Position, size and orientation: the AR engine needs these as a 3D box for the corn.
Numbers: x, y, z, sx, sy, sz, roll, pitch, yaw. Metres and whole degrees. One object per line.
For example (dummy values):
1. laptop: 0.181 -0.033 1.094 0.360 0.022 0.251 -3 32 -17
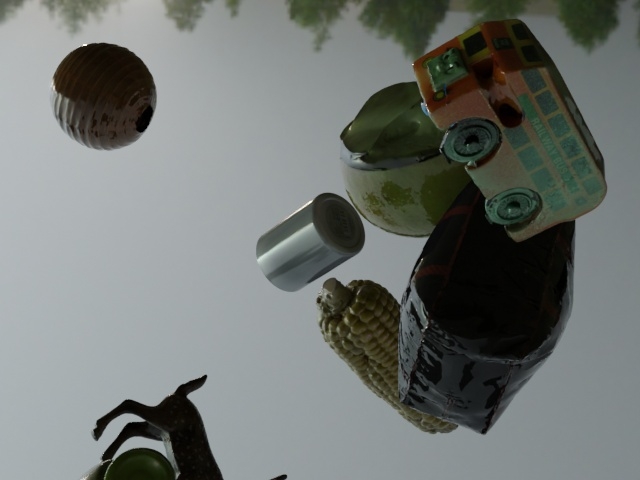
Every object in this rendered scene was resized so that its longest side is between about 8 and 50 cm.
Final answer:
1. corn: 0.114 0.180 1.375 0.130 0.347 0.130 -32 -151 20

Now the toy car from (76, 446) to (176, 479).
1. toy car: -0.154 0.323 0.821 0.235 0.235 0.145 -1 162 -13

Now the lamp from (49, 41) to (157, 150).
1. lamp: -0.270 -0.179 1.111 0.136 0.136 0.136 3 -163 -1

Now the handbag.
1. handbag: 0.160 0.062 0.867 0.155 0.169 0.215 23 -127 7

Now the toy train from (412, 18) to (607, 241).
1. toy train: 0.146 -0.079 0.673 0.099 0.188 0.072 -31 -138 15

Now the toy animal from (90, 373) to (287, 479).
1. toy animal: -0.155 0.305 1.182 0.260 0.243 0.087 -12 172 -29

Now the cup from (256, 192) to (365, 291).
1. cup: -0.008 -0.006 1.259 0.133 0.099 0.136 -34 -166 40

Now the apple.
1. apple: 0.128 -0.088 0.990 0.188 0.174 0.207 8 -172 27
